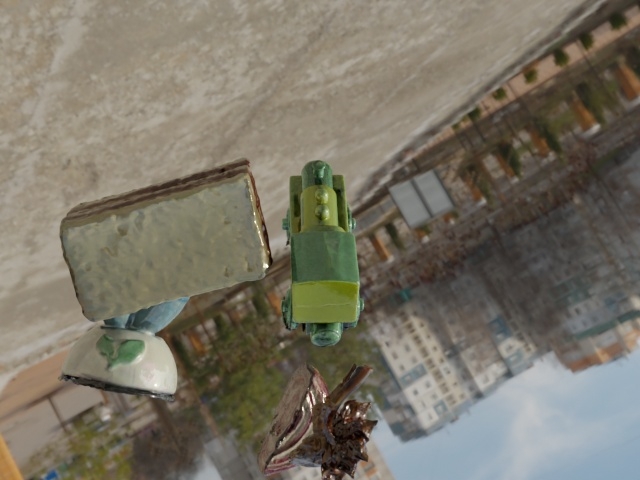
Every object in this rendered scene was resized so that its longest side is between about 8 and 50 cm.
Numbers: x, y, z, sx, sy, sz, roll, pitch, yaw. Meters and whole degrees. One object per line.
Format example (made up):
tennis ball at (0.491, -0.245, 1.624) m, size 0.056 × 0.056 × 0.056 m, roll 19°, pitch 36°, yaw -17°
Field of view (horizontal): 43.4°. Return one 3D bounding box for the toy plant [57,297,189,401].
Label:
toy plant at (-0.374, 0.141, 1.607) m, size 0.247 × 0.332 × 0.247 m, roll 10°, pitch 170°, yaw 2°

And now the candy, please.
candy at (-0.243, -0.002, 1.298) m, size 0.320 × 0.179 × 0.135 m, roll -15°, pitch -161°, yaw 3°

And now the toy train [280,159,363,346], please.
toy train at (0.000, 0.000, 1.457) m, size 0.150 × 0.369 × 0.237 m, roll -1°, pitch 141°, yaw -3°

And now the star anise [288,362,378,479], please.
star anise at (0.041, 0.409, 1.795) m, size 0.148 × 0.237 × 0.346 m, roll 13°, pitch 125°, yaw -18°

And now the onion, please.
onion at (-0.055, 0.487, 2.176) m, size 0.280 × 0.146 × 0.314 m, roll -172°, pitch -74°, yaw -82°
